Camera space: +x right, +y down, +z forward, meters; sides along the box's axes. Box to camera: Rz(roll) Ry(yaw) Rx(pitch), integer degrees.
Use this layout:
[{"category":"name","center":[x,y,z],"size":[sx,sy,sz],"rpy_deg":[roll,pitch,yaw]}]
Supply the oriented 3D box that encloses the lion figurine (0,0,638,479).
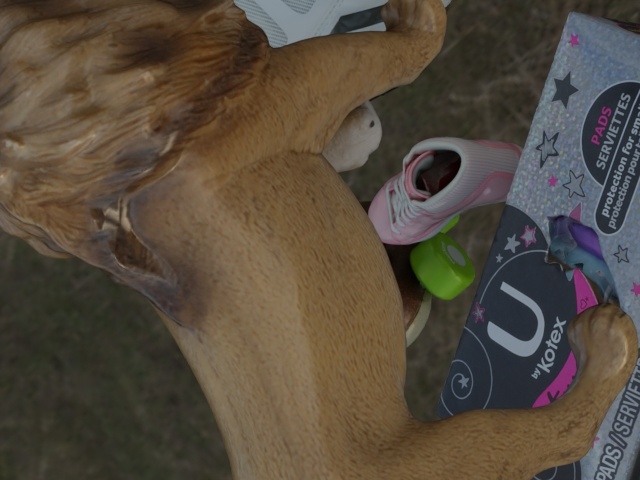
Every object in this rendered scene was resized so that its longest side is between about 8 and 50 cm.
[{"category":"lion figurine","center":[-0.012,0.036,0.631],"size":[0.392,0.240,0.142],"rpy_deg":[56,139,11]}]

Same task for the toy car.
[{"category":"toy car","center":[0.000,0.000,1.238],"size":[0.188,0.149,0.155],"rpy_deg":[35,117,-29]}]

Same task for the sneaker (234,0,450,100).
[{"category":"sneaker","center":[-0.119,-0.184,1.015],"size":[0.447,0.169,0.257],"rpy_deg":[6,107,-10]}]

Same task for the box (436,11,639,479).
[{"category":"box","center":[0.193,0.014,0.868],"size":[0.142,0.163,0.247],"rpy_deg":[31,111,44]}]

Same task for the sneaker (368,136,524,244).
[{"category":"sneaker","center":[0.063,-0.033,0.984],"size":[0.134,0.070,0.051],"rpy_deg":[-22,72,44]}]
